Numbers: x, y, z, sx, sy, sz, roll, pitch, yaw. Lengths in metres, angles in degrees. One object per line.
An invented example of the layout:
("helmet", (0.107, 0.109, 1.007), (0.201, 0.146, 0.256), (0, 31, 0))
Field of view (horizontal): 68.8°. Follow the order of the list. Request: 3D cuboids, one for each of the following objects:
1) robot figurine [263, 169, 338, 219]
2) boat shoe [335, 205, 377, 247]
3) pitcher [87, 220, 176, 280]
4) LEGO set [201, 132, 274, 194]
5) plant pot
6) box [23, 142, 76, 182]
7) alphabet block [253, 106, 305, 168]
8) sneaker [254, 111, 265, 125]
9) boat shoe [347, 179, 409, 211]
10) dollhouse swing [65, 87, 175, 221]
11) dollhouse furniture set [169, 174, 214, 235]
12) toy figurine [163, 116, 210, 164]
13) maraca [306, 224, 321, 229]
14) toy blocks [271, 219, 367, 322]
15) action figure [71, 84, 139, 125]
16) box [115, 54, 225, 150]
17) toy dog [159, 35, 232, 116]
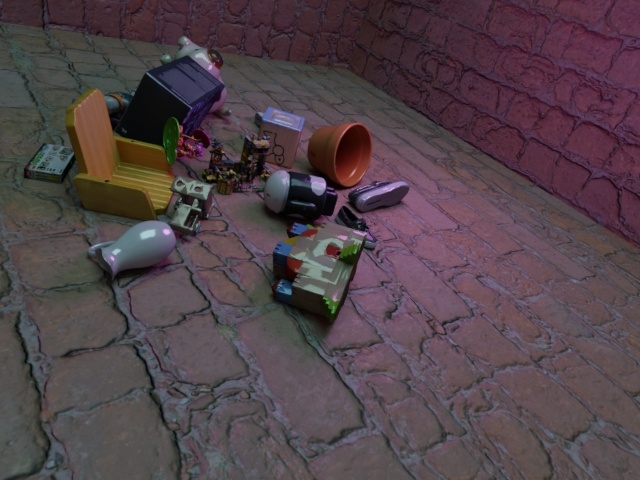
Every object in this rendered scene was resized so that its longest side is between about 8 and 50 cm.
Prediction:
("robot figurine", (-0.079, -0.169, 1.797), (0.278, 0.209, 0.174), (10, 75, -15))
("boat shoe", (0.145, -0.060, 1.829), (0.080, 0.076, 0.228), (-7, 39, -35))
("pitcher", (-0.537, 0.016, 1.330), (0.177, 0.126, 0.207), (23, 40, 37))
("LEGO set", (-0.299, -0.322, 1.891), (0.331, 0.192, 0.255), (-1, 36, -28))
("plant pot", (0.078, -0.413, 2.177), (0.203, 0.291, 0.290), (21, 27, 36))
("box", (-0.934, -0.272, 1.630), (0.114, 0.036, 0.207), (8, 33, -16))
("alphabet block", (-0.192, -0.482, 2.193), (0.192, 0.197, 0.193), (17, 32, -4))
("sneaker", (-0.262, -0.613, 2.455), (0.091, 0.094, 0.258), (-6, 38, -27))
("boat shoe", (0.265, -0.223, 2.101), (0.335, 0.121, 0.119), (-16, 50, -40))
("dollhouse swing", (-0.647, -0.301, 1.573), (0.315, 0.305, 0.347), (11, 31, -12))
("dollhouse furniture set", (-0.452, -0.098, 1.567), (0.128, 0.129, 0.184), (17, 61, -1))
("toy figurine", (-0.491, -0.364, 1.766), (0.159, 0.173, 0.130), (0, -5, -42))
("maraca", (0.000, 0.000, 1.641), (0.185, 0.099, 0.127), (13, 58, 17))
("toy blocks", (-0.027, 0.067, 1.441), (0.260, 0.191, 0.381), (16, 47, 9))
("action figure", (-0.895, -0.614, 2.057), (0.341, 0.179, 0.330), (20, 21, -3))
("box", (-0.613, -0.556, 1.945), (0.212, 0.293, 0.395), (38, 30, -12))
("toy dog", (-0.600, -0.783, 2.271), (0.284, 0.408, 0.395), (-35, 92, -11))
